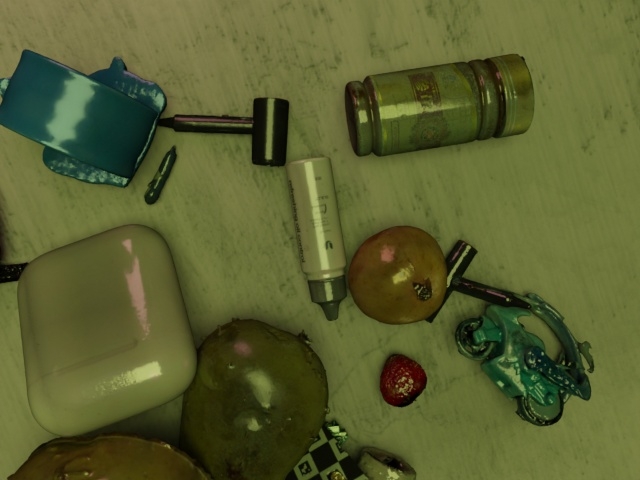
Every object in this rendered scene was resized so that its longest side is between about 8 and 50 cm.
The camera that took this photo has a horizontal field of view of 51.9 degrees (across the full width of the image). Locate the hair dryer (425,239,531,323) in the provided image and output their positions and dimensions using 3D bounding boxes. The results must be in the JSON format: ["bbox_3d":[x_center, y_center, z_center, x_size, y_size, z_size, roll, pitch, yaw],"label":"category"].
[{"bbox_3d":[0.294,0.113,1.251,0.195,0.050,0.173,34,92,39],"label":"hair dryer"}]

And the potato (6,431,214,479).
[{"bbox_3d":[-0.384,0.552,1.064,0.385,0.319,0.442,24,119,-4],"label":"potato"}]

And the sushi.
[{"bbox_3d":[0.027,0.507,1.231,0.192,0.043,0.279,-45,61,-5],"label":"sushi"}]

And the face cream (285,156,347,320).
[{"bbox_3d":[0.000,0.000,1.257,0.092,0.092,0.311,-10,94,-3],"label":"face cream"}]

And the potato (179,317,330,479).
[{"bbox_3d":[-0.123,0.327,1.205,0.270,0.219,0.359,14,99,8],"label":"potato"}]

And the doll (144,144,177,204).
[{"bbox_3d":[-0.304,-0.126,1.258,0.027,0.037,0.125,25,90,-4],"label":"doll"}]

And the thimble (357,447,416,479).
[{"bbox_3d":[0.122,0.464,1.278,0.115,0.102,0.090,20,92,6],"label":"thimble"}]

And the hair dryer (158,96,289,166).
[{"bbox_3d":[-0.187,-0.205,1.257,0.255,0.070,0.128,1,93,4],"label":"hair dryer"}]

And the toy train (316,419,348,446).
[{"bbox_3d":[0.012,0.383,1.303,0.083,0.033,0.053,-7,90,-4],"label":"toy train"}]

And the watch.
[{"bbox_3d":[-0.437,-0.231,1.125,0.305,0.274,0.241,22,92,-4],"label":"watch"}]

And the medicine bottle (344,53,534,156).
[{"bbox_3d":[0.215,-0.249,1.228,0.322,0.151,0.151,-9,93,-3],"label":"medicine bottle"}]

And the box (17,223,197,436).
[{"bbox_3d":[-0.380,0.148,1.160,0.289,0.141,0.349,-20,61,-3],"label":"box"}]

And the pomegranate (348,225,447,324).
[{"bbox_3d":[0.145,0.064,1.223,0.191,0.191,0.191,0,93,-4],"label":"pomegranate"}]

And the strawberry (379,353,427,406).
[{"bbox_3d":[0.157,0.272,1.280,0.106,0.106,0.106,0,93,-4],"label":"strawberry"}]

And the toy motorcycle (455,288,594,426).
[{"bbox_3d":[0.400,0.217,1.272,0.206,0.154,0.260,-41,84,-21],"label":"toy motorcycle"}]

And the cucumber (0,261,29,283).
[{"bbox_3d":[-0.628,0.071,1.248,0.163,0.043,0.039,-7,133,4],"label":"cucumber"}]
